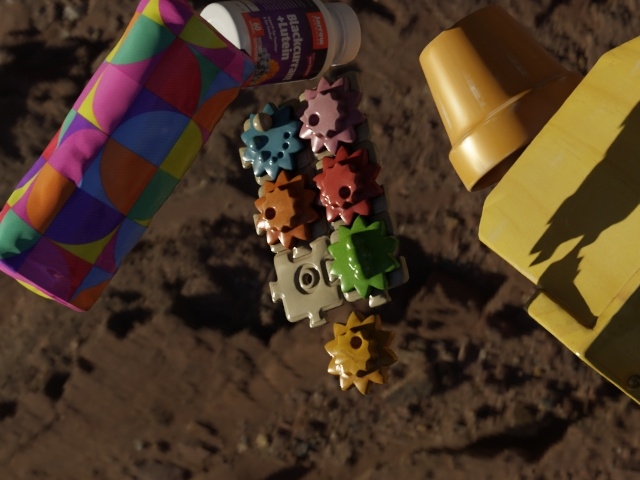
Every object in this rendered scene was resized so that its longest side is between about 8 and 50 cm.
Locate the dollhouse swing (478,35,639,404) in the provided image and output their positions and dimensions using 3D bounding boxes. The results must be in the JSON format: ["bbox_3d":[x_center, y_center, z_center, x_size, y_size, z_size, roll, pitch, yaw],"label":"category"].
[{"bbox_3d":[0.394,-0.006,1.330,0.315,0.305,0.347,37,94,-14],"label":"dollhouse swing"}]

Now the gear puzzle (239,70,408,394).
[{"bbox_3d":[0.000,0.000,1.338,0.175,0.044,0.339,-21,75,32],"label":"gear puzzle"}]

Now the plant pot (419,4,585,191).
[{"bbox_3d":[0.232,-0.197,1.658,0.205,0.205,0.188,-39,79,40],"label":"plant pot"}]

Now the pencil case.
[{"bbox_3d":[-0.142,-0.065,0.904,0.104,0.104,0.236,35,89,-11],"label":"pencil case"}]

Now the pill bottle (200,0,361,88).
[{"bbox_3d":[-0.049,-0.249,1.575,0.108,0.193,0.108,22,118,49],"label":"pill bottle"}]
